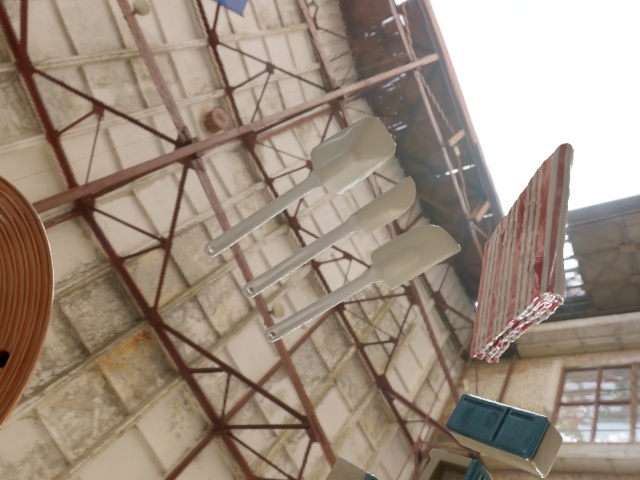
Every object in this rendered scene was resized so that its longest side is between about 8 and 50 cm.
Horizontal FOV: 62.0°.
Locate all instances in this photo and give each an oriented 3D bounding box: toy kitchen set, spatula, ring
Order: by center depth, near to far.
[{"bbox_3d":[-0.376,0.076,0.430,0.032,0.336,0.337,82,-168,-64],"label":"ring"},{"bbox_3d":[0.000,0.000,0.567,0.168,0.242,0.019,55,-160,-10],"label":"spatula"},{"bbox_3d":[0.132,0.237,0.570,0.166,0.122,0.207,50,-116,-24],"label":"toy kitchen set"}]

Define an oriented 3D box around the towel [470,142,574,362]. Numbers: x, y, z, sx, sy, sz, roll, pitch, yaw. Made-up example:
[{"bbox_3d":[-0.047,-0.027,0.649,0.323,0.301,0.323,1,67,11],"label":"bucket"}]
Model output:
[{"bbox_3d":[0.185,0.022,0.490,0.197,0.029,0.144,95,-170,-63],"label":"towel"}]
